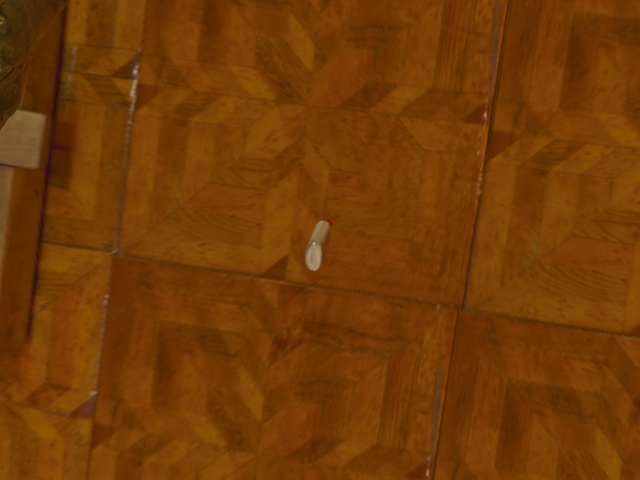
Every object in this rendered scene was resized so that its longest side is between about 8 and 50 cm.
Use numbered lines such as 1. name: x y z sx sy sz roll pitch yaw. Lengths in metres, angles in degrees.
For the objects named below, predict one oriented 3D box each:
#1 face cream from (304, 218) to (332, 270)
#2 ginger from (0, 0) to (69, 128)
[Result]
1. face cream: 0.000 0.000 1.060 0.021 0.083 0.040 9 120 8
2. ginger: -0.249 -0.102 0.624 0.089 0.137 0.290 26 82 -21
